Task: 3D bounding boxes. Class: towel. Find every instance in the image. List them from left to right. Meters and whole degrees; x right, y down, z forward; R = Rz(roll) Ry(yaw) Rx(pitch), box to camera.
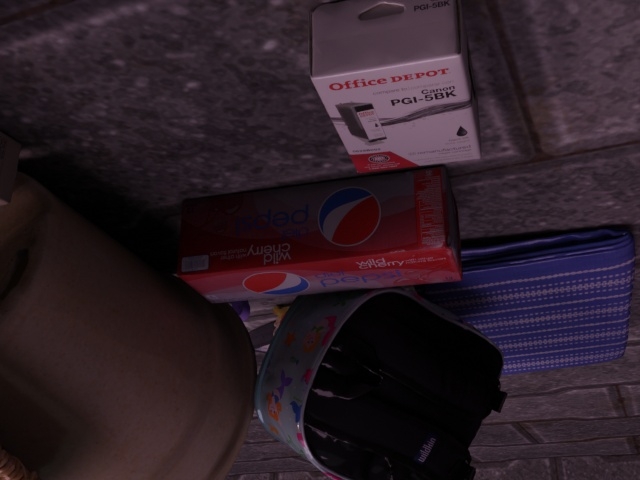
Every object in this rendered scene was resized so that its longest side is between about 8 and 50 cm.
[{"bbox_3d":[0.259,0.088,0.964,0.243,0.040,0.336,-9,147,14],"label":"towel"}]

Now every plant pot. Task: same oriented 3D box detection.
[{"bbox_3d":[-0.274,0.106,0.750,0.334,0.333,0.305,-8,145,18],"label":"plant pot"}]

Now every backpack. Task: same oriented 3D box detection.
[{"bbox_3d":[0.053,0.154,0.847,0.253,0.225,0.191,32,171,-39],"label":"backpack"}]

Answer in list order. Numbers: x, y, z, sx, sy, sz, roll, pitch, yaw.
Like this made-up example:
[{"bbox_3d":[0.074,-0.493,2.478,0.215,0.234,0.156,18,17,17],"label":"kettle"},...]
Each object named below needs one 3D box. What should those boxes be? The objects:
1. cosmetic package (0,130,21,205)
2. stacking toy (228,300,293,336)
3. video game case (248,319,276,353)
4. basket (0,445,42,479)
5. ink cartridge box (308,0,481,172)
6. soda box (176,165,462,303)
[{"bbox_3d":[-0.296,-0.074,0.607,0.041,0.060,0.115,-9,154,23],"label":"cosmetic package"},{"bbox_3d":[-0.151,0.104,1.027,0.221,0.052,0.167,-14,153,31],"label":"stacking toy"},{"bbox_3d":[0.070,0.140,1.132,0.248,0.035,0.275,17,151,-35],"label":"video game case"},{"bbox_3d":[-0.341,0.233,0.543,0.223,0.213,0.299,1,136,27],"label":"basket"},{"bbox_3d":[0.056,-0.105,0.537,0.099,0.056,0.135,-6,156,15],"label":"ink cartridge box"},{"bbox_3d":[0.000,0.000,0.748,0.263,0.083,0.092,-6,156,15],"label":"soda box"}]
